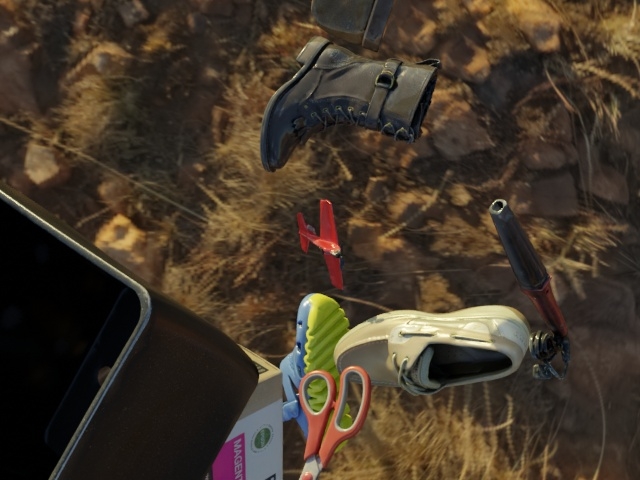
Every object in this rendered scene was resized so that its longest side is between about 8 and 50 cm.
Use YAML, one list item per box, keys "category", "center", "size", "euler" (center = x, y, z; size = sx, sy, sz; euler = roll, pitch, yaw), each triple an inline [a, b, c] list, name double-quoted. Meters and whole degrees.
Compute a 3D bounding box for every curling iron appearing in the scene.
- category: "curling iron"
  center: [0.208, 0.051, 0.974]
  size: [0.035, 0.274, 0.068]
  euler: [-1, 51, 24]

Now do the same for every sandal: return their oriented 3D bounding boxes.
- category: "sandal"
  center: [-0.024, 0.244, 1.865]
  size: [0.138, 0.126, 0.317]
  euler: [17, 114, 37]

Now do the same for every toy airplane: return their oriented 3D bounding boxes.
- category: "toy airplane"
  center: [0.000, 0.000, 1.528]
  size: [0.028, 0.151, 0.151]
  euler: [-17, 82, -20]

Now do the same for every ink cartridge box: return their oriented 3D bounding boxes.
- category: "ink cartridge box"
  center: [-0.131, 0.241, 0.976]
  size: [0.088, 0.193, 0.234]
  euler: [23, 124, 40]

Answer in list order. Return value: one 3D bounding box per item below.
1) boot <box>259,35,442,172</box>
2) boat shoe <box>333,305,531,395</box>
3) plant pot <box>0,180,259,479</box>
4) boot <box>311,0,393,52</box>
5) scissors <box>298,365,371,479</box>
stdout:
- category: "boot"
  center: [0.047, -0.196, 1.556]
  size: [0.229, 0.091, 0.262]
  euler: [22, 79, 20]
- category: "boat shoe"
  center: [0.146, 0.166, 1.429]
  size: [0.302, 0.098, 0.109]
  euler: [-10, 116, 27]
- category: "plant pot"
  center: [-0.148, 0.086, 0.558]
  size: [0.188, 0.167, 0.187]
  euler: [30, 91, 31]
- category: "boot"
  center: [0.073, -0.418, 1.350]
  size: [0.115, 0.112, 0.305]
  euler: [19, 99, 4]
- category: "scissors"
  center: [-0.002, 0.313, 1.383]
  size: [0.109, 0.021, 0.297]
  euler: [5, 69, 21]
